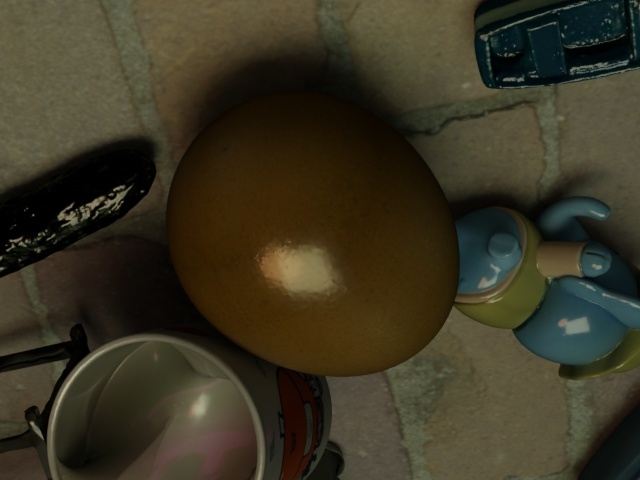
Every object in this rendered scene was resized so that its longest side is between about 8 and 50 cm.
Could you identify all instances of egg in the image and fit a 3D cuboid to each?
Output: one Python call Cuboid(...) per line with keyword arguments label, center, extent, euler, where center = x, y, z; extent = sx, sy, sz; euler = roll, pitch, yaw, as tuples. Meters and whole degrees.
Cuboid(label="egg", center=(0.000, 0.000, 1.867), extent=(0.250, 0.250, 0.322), euler=(-34, 133, 22))

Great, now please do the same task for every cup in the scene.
Cuboid(label="cup", center=(-0.115, 0.181, 1.971), extent=(0.212, 0.317, 0.212), euler=(1, 93, 14))

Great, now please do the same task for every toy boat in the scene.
Cuboid(label="toy boat", center=(0.288, -0.211, 1.838), extent=(0.299, 0.062, 0.096), euler=(-11, 133, 4))

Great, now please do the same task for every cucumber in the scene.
Cuboid(label="cucumber", center=(-0.293, -0.010, 1.939), extent=(0.303, 0.072, 0.081), euler=(-20, 132, 10))

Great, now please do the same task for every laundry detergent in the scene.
Cuboid(label="laundry detergent", center=(0.405, 0.228, 2.244), extent=(0.143, 0.094, 0.290), euler=(15, 130, -16))

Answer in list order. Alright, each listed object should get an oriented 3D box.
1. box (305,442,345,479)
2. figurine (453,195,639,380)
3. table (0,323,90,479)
Cuboid(label="box", center=(-0.093, 0.298, 2.214), extent=(0.243, 0.135, 0.163), euler=(21, 127, -24))
Cuboid(label="figurine", center=(0.239, 0.047, 2.016), extent=(0.180, 0.154, 0.262), euler=(-26, 136, 31))
Cuboid(label="table", center=(-0.378, 0.278, 2.021), extent=(0.335, 0.222, 0.272), euler=(-13, 110, 10))
